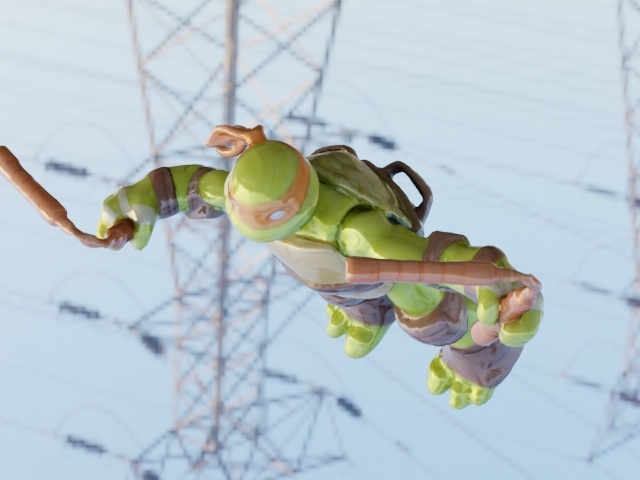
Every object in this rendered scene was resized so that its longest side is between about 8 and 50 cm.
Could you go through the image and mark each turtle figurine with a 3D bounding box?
[{"bbox_3d":[0.000,0.000,0.724,0.269,0.087,0.217,10,164,28],"label":"turtle figurine"}]
